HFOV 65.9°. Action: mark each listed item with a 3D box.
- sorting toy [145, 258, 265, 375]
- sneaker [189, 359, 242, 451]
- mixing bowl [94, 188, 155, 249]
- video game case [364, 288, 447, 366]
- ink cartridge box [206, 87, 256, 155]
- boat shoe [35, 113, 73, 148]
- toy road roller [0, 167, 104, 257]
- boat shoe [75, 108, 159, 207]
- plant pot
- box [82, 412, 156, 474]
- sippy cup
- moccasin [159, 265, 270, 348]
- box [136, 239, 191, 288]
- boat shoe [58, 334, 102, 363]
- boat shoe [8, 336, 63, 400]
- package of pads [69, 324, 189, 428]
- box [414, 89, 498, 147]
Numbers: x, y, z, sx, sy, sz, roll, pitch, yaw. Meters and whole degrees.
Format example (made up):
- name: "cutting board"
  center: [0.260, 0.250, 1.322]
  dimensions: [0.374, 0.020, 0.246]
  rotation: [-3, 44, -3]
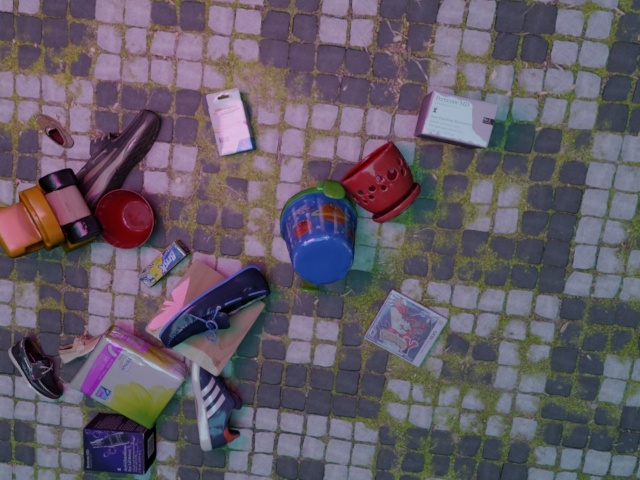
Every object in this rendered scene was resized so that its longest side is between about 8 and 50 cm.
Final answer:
- name: "sorting toy"
  center: [-0.350, 0.236, 1.520]
  dimensions: [0.256, 0.089, 0.257]
  rotation: [34, 74, -4]
- name: "sneaker"
  center: [-0.334, 0.487, 1.593]
  dimensions: [0.148, 0.131, 0.349]
  rotation: [-8, 93, -17]
- name: "mixing bowl"
  center: [-0.584, -0.070, 1.519]
  dimensions: [0.182, 0.098, 0.181]
  rotation: [0, 99, 3]
- name: "video game case"
  center: [0.268, 0.277, 1.561]
  dimensions: [0.201, 0.023, 0.183]
  rotation: [29, 99, -1]
- name: "ink cartridge box"
  center: [-0.266, -0.350, 1.473]
  dimensions: [0.105, 0.061, 0.181]
  rotation: [-11, 99, 5]
- name: "boat shoe"
  center: [-0.822, -0.338, 1.517]
  dimensions: [0.135, 0.045, 0.050]
  rotation: [40, 99, -3]
- name: "toy road roller"
  center: [-0.788, -0.055, 1.400]
  dimensions: [0.241, 0.330, 0.202]
  rotation: [-29, 98, -31]
- name: "boat shoe"
  center: [-0.625, -0.260, 1.476]
  dimensions: [0.130, 0.132, 0.355]
  rotation: [40, 98, -4]
- name: "plant pot"
  center: [0.180, -0.160, 1.414]
  dimensions: [0.191, 0.191, 0.174]
  rotation: [-40, 100, 9]
- name: "box"
  center: [-0.663, 0.672, 1.638]
  dimensions: [0.207, 0.108, 0.153]
  rotation: [2, 100, 3]
- name: "sippy cup"
  center: [0.000, 0.000, 1.395]
  dimensions: [0.240, 0.224, 0.305]
  rotation: [-21, 122, 10]
- name: "moccasin"
  center: [-0.294, 0.202, 1.416]
  dimensions: [0.342, 0.137, 0.116]
  rotation: [-37, 77, -16]
- name: "box"
  center: [-0.493, 0.073, 1.559]
  dimensions: [0.169, 0.054, 0.059]
  rotation: [-41, 95, 8]
- name: "boat shoe"
  center: [-0.786, 0.344, 1.616]
  dimensions: [0.170, 0.063, 0.059]
  rotation: [-27, 102, 8]
- name: "boat shoe"
  center: [-0.925, 0.425, 1.627]
  dimensions: [0.079, 0.084, 0.233]
  rotation: [-34, 93, 8]
- name: "package of pads"
  center: [-0.603, 0.432, 1.583]
  dimensions: [0.297, 0.101, 0.229]
  rotation: [34, 100, -13]
- name: "box"
  center: [0.371, -0.332, 1.377]
  dimensions: [0.181, 0.182, 0.118]
  rotation: [12, 100, 2]
